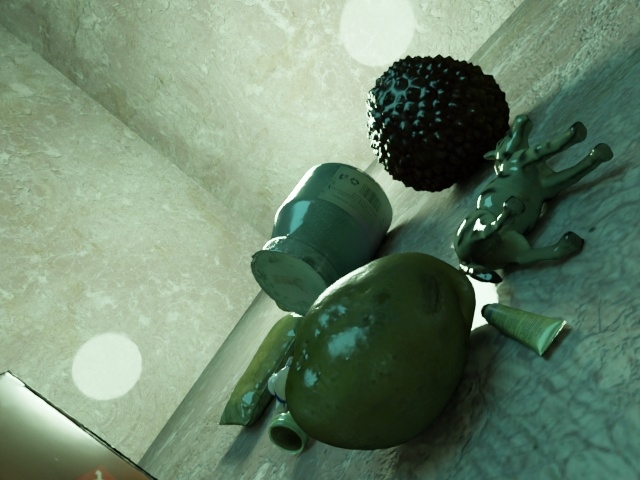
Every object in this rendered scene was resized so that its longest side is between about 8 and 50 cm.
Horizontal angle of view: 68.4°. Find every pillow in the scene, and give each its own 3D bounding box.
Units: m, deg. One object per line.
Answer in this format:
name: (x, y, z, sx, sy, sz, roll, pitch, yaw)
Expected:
pillow: (-0.113, 0.275, 1.050, 0.303, 0.075, 0.185, -56, 10, -33)

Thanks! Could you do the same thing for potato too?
potato: (0.064, 0.101, 0.467, 0.177, 0.160, 0.235, -8, 29, 51)

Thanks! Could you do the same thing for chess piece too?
chess piece: (-0.021, 0.243, 0.708, 0.059, 0.059, 0.149, -47, 0, 33)

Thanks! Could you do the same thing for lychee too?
lychee: (0.205, -0.226, 0.888, 0.267, 0.267, 0.267, -50, 6, 7)

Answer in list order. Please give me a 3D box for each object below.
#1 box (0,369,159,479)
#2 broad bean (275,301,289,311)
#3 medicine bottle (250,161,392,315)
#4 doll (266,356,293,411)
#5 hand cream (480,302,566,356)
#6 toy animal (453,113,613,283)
box: (-0.283, 0.379, 0.402, 0.385, 0.344, 0.122, -51, 5, 0)
broad bean: (-0.034, 0.084, 1.396, 0.291, 0.119, 0.238, -54, 7, -23)
medicine bottle: (0.000, 0.000, 1.059, 0.290, 0.245, 0.245, -55, 7, -37)
doll: (-0.068, 0.267, 0.873, 0.143, 0.057, 0.099, 138, 149, -62)
hand cream: (0.175, 0.075, 0.418, 0.035, 0.022, 0.102, -51, 12, -4)
toy animal: (0.234, -0.063, 0.522, 0.255, 0.089, 0.170, -52, 1, -36)
